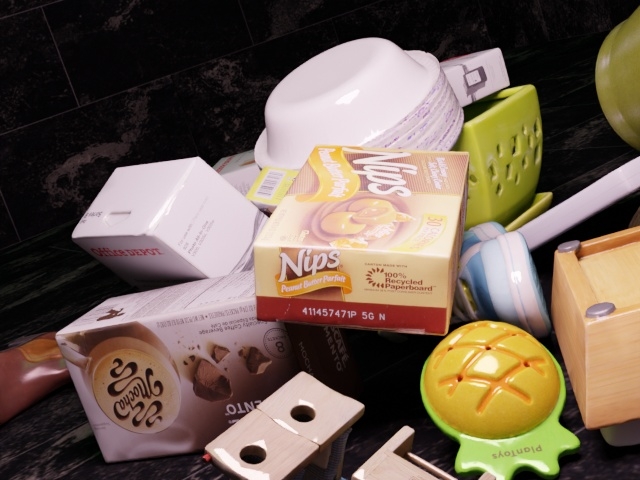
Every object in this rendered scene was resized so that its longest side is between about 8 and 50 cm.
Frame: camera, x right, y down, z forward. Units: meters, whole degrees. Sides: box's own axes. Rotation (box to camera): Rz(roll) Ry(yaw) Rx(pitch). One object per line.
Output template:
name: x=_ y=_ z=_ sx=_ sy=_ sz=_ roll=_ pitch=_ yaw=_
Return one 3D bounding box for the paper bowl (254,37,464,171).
paper bowl: x=0.040 y=-0.167 z=1.429 sx=0.284 sy=0.148 sz=0.284 roll=-23 pitch=27 yaw=13

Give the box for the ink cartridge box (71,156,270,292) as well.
ink cartridge box: x=-0.138 y=0.030 z=1.338 sx=0.211 sy=0.289 sz=0.121 roll=-2 pitch=53 yaw=50

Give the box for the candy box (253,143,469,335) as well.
candy box: x=0.055 y=-0.013 z=1.096 sx=0.183 sy=0.087 sz=0.316 roll=4 pitch=22 yaw=10

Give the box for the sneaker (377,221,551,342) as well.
sneaker: x=0.139 y=0.067 z=1.203 sx=0.208 sy=0.127 sz=0.319 roll=-17 pitch=3 yaw=2

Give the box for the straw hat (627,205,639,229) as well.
straw hat: x=0.451 y=-0.031 z=1.293 sx=0.144 sy=0.144 sz=0.061 roll=-25 pitch=57 yaw=-27

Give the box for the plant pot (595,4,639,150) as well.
plant pot: x=0.607 y=-0.275 z=1.563 sx=0.366 sy=0.366 sz=0.353 roll=-24 pitch=2 yaw=-23

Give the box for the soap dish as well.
soap dish: x=0.328 y=0.061 z=0.956 sx=0.229 sy=0.118 sz=0.291 roll=-16 pitch=12 yaw=10

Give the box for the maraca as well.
maraca: x=0.156 y=0.142 z=0.927 sx=0.127 sy=0.099 sz=0.186 roll=-15 pitch=37 yaw=2

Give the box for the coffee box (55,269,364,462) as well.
coffee box: x=-0.123 y=0.136 z=1.176 sx=0.297 sy=0.168 sz=0.119 roll=-11 pitch=14 yaw=27

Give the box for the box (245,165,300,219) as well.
box: x=0.000 y=0.000 z=1.352 sx=0.087 sy=0.232 sz=0.058 roll=11 pitch=62 yaw=40

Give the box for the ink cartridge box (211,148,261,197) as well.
ink cartridge box: x=-0.038 y=-0.127 z=2.194 sx=0.384 sy=0.160 sz=0.279 roll=-16 pitch=13 yaw=11

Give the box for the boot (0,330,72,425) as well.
boot: x=-0.345 y=0.190 z=1.533 sx=0.280 sy=0.096 sz=0.264 roll=-8 pitch=7 yaw=12

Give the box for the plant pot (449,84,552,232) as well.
plant pot: x=0.208 y=-0.091 z=1.579 sx=0.228 sy=0.207 sz=0.227 roll=-9 pitch=15 yaw=39

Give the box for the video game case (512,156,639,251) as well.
video game case: x=0.380 y=-0.068 z=1.361 sx=0.300 sy=0.036 sz=0.329 roll=-26 pitch=-8 yaw=-31

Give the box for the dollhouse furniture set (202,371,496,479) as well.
dollhouse furniture set: x=0.015 y=0.219 z=0.813 sx=0.183 sy=0.129 sz=0.129 roll=25 pitch=36 yaw=28

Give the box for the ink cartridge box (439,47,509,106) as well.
ink cartridge box: x=0.192 y=-0.234 z=1.590 sx=0.150 sy=0.063 sz=0.109 roll=-27 pitch=16 yaw=-34
